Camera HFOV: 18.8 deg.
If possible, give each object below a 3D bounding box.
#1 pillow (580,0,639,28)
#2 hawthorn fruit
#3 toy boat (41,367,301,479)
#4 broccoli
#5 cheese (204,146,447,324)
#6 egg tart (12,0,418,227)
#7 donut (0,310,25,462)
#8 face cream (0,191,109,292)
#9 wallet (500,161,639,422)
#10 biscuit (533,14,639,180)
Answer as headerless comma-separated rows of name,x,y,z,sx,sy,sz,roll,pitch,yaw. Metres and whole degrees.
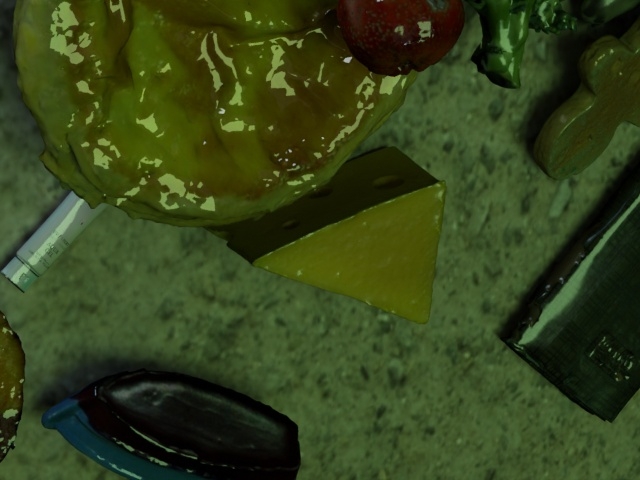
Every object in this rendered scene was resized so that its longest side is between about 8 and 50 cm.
pillow,0.309,-0.269,1.634,0.241,0.051,0.093,-33,127,-13
hawthorn fruit,0.054,-0.161,1.353,0.093,0.093,0.093,-13,117,-27
toy boat,-0.119,0.161,1.545,0.223,0.100,0.097,19,136,-31
broccoli,0.146,-0.201,1.508,0.154,0.167,0.160,12,95,-6
cheese,0.000,0.000,1.536,0.171,0.093,0.126,-6,117,-30
egg tart,-0.072,-0.171,1.390,0.341,0.132,0.341,-13,116,-28
donut,-0.301,0.112,1.411,0.166,0.073,0.184,-11,116,-27
face cream,-0.194,-0.010,1.456,0.115,0.020,0.038,-49,127,-8
wallet,0.311,0.008,1.765,0.317,0.044,0.169,-52,129,-1
biscuit,0.267,-0.147,1.649,0.234,0.030,0.153,-49,146,10
